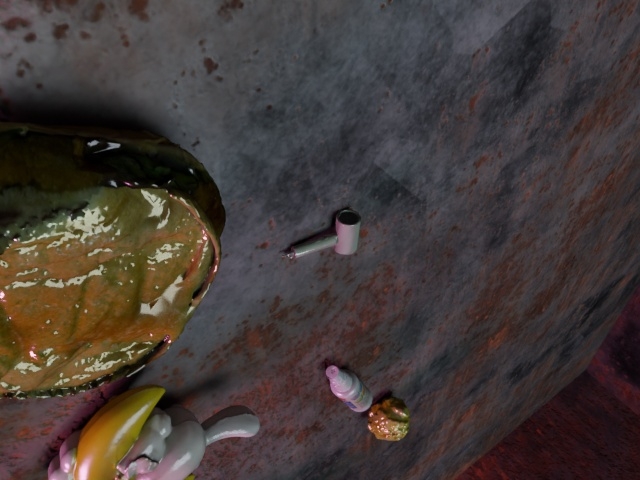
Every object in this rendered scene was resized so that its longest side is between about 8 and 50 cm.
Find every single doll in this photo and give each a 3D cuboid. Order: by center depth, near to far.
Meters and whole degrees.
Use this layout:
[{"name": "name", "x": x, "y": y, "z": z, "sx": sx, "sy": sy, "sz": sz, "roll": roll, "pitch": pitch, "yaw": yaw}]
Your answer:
[{"name": "doll", "x": -0.242, "y": 0.300, "z": 0.824, "sx": 0.252, "sy": 0.111, "sz": 0.237, "roll": -43, "pitch": 131, "yaw": -1}]

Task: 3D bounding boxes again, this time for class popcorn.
[{"name": "popcorn", "x": 0.166, "y": 0.435, "z": 1.412, "sx": 0.106, "sy": 0.120, "sz": 0.116, "roll": -6, "pitch": 114, "yaw": 8}]

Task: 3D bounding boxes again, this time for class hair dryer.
[{"name": "hair dryer", "x": 0.000, "y": 0.000, "z": 0.825, "sx": 0.124, "sy": 0.038, "sz": 0.063, "roll": -18, "pitch": 137, "yaw": -23}]

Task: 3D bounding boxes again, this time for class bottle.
[{"name": "bottle", "x": 0.056, "y": 0.298, "z": 1.176, "sx": 0.060, "sy": 0.060, "sz": 0.217, "roll": -40, "pitch": 147, "yaw": -6}]

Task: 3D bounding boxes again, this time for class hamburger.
[{"name": "hamburger", "x": -0.223, "y": 0.020, "z": 0.521, "sx": 0.285, "sy": 0.134, "sz": 0.265, "roll": 4, "pitch": 131, "yaw": -42}]
